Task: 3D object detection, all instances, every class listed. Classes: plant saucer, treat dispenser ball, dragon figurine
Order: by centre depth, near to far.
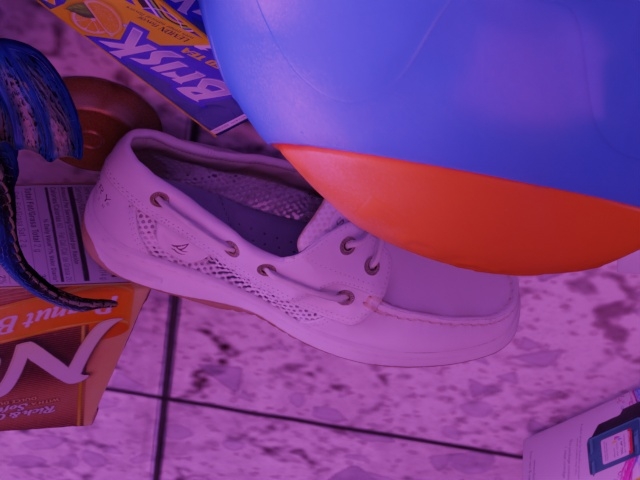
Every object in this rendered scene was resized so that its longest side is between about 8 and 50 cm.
[{"bbox_3d":[0.089,-0.129,0.832,0.288,0.288,0.288,5,144,4],"label":"treat dispenser ball"},{"bbox_3d":[-0.190,-0.061,1.083,0.144,0.085,0.289,-2,121,56],"label":"dragon figurine"},{"bbox_3d":[-0.137,-0.065,1.194,0.083,0.015,0.083,5,144,4],"label":"plant saucer"}]

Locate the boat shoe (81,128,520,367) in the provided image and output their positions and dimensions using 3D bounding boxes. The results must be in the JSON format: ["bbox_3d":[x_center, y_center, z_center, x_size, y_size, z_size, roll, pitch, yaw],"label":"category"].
[{"bbox_3d":[0.000,0.000,1.185,0.277,0.098,0.096,13,138,-12],"label":"boat shoe"}]

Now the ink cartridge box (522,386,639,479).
[{"bbox_3d":[0.264,0.157,1.364,0.134,0.078,0.231,31,138,-29],"label":"ink cartridge box"}]

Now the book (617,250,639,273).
[{"bbox_3d":[0.249,-0.017,1.173,0.144,0.035,0.096,3,140,10],"label":"book"}]

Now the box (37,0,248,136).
[{"bbox_3d":[-0.091,-0.128,1.066,0.059,0.054,0.169,-24,134,37],"label":"box"}]

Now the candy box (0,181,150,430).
[{"bbox_3d":[-0.281,0.048,1.234,0.316,0.087,0.183,-2,149,-22],"label":"candy box"}]
